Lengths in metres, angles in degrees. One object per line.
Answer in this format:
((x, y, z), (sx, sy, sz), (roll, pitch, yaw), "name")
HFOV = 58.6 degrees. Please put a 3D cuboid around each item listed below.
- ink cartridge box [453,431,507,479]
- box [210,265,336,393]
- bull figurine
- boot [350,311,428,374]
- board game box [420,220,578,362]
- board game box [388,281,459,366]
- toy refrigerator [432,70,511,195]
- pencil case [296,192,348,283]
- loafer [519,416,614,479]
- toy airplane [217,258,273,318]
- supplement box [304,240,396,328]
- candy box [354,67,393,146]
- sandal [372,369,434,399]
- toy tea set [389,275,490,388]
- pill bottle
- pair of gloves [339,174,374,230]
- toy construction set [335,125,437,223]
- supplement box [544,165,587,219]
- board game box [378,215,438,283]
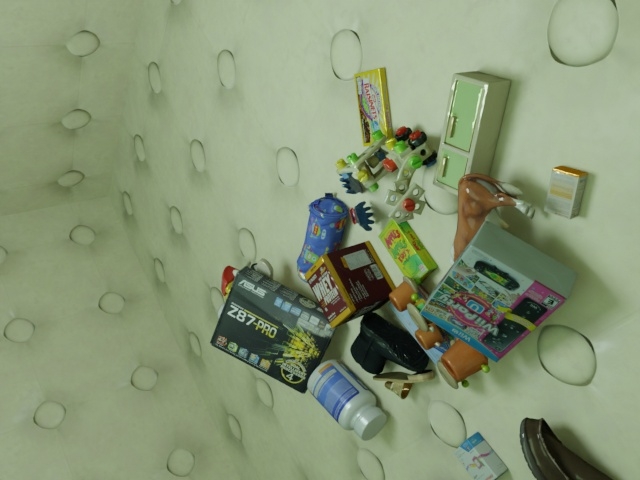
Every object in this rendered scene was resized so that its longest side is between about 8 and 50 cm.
((0.440, 0.607, 1.570), (0.122, 0.052, 0.089), (50, 138, 28), "ink cartridge box")
((-0.161, 0.317, 2.019), (0.394, 0.097, 0.318), (27, 111, 7), "box")
((0.385, -0.012, 1.321), (0.188, 0.101, 0.310), (15, 137, 29), "bull figurine")
((0.207, 0.352, 1.755), (0.246, 0.094, 0.207), (36, 144, 22), "boot")
((0.391, 0.124, 1.297), (0.224, 0.097, 0.303), (32, 144, 9), "board game box")
((0.311, 0.244, 1.622), (0.281, 0.027, 0.145), (52, 141, 27), "board game box")
((0.345, -0.244, 1.323), (0.102, 0.094, 0.270), (34, 130, 42), "toy refrigerator")
((0.000, 0.000, 1.863), (0.133, 0.119, 0.306), (22, 125, 13), "pencil case")
((0.598, 0.550, 1.292), (0.130, 0.133, 0.366), (-42, 78, 27), "loafer")
((-0.260, 0.273, 2.197), (0.384, 0.272, 0.386), (-13, 93, 54), "toy airplane")
((0.092, 0.132, 1.729), (0.191, 0.194, 0.129), (62, 143, 17), "supplement box")
((0.149, -0.370, 1.597), (0.105, 0.027, 0.206), (4, 107, 49), "candy box")
((0.251, 0.444, 1.730), (0.240, 0.088, 0.079), (-21, 81, 50), "sandal")
((0.321, 0.227, 1.502), (0.336, 0.124, 0.200), (56, 171, 12), "toy tea set")
((0.092, 0.542, 1.929), (0.272, 0.152, 0.152), (39, 132, 39), "pill bottle")
((0.107, -0.123, 1.659), (0.023, 0.159, 0.198), (-18, 83, 22), "pair of gloves")
((0.178, -0.185, 1.459), (0.151, 0.215, 0.328), (53, -179, -35), "toy construction set")
((0.515, -0.101, 1.198), (0.062, 0.036, 0.099), (29, 125, 45), "supplement box")
((0.245, 0.030, 1.611), (0.181, 0.043, 0.092), (58, 142, 20), "board game box")
